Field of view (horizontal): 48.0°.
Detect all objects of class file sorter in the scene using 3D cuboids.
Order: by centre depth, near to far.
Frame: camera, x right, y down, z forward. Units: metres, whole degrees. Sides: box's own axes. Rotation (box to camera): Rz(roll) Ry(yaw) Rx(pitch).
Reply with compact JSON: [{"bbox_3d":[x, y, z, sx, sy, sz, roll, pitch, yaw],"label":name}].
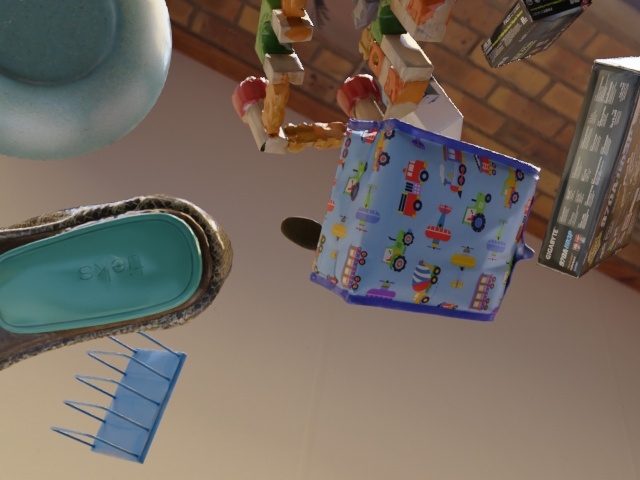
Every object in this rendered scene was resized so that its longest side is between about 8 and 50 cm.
[{"bbox_3d":[-0.300,0.223,1.063,0.104,0.118,0.170,44,-125,-41],"label":"file sorter"}]

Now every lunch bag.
[{"bbox_3d":[0.163,-0.015,0.935,0.293,0.138,0.221,13,-85,-23],"label":"lunch bag"}]

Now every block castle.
[{"bbox_3d":[0.026,-0.372,1.217,0.303,0.453,0.212,-6,-131,-20],"label":"block castle"}]

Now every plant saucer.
[{"bbox_3d":[-0.198,-0.154,0.503,0.195,0.037,0.195,1,-92,-23],"label":"plant saucer"}]

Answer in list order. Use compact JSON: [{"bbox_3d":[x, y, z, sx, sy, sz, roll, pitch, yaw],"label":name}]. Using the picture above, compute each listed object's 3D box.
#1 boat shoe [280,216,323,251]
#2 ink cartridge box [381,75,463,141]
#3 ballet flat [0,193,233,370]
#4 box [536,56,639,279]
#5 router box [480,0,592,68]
[{"bbox_3d":[0.000,0.000,1.270,0.152,0.049,0.056,20,-102,-7],"label":"boat shoe"},{"bbox_3d":[0.203,-0.269,1.465,0.082,0.139,0.190,-31,-110,-4],"label":"ink cartridge box"},{"bbox_3d":[-0.322,0.055,0.712,0.483,0.182,0.164,-10,-91,-2],"label":"ballet flat"},{"bbox_3d":[0.317,-0.083,0.778,0.051,0.220,0.175,24,-153,33],"label":"box"},{"bbox_3d":[0.273,-0.275,0.919,0.092,0.122,0.038,-21,-100,-15],"label":"router box"}]
